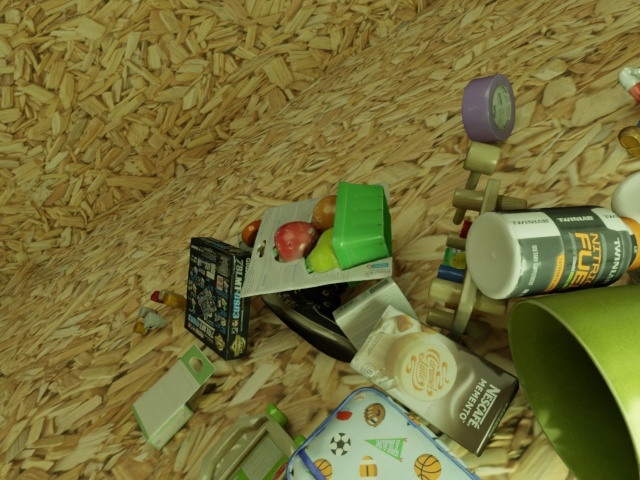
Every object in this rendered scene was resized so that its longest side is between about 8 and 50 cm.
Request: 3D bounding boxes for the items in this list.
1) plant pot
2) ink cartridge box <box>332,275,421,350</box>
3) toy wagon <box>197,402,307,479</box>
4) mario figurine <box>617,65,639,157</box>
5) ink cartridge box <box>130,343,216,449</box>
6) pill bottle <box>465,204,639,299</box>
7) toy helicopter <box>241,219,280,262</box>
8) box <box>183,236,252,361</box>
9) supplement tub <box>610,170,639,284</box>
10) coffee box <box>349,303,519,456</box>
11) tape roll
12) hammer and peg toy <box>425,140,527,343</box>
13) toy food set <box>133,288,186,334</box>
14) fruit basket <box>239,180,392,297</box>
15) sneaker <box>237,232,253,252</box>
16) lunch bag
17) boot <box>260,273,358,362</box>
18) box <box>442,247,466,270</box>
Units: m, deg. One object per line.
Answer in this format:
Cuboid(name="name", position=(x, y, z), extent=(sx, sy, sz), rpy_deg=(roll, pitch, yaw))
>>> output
Cuboid(name="plant pot", position=(0.462, 0.169, 0.588), extent=(0.294, 0.274, 0.274), rpy_deg=(-17, 34, -1))
Cuboid(name="ink cartridge box", position=(0.132, 0.181, 0.909), extent=(0.146, 0.179, 0.045), rpy_deg=(-33, 22, 3))
Cuboid(name="toy wagon", position=(-0.117, 0.489, 0.839), extent=(0.267, 0.068, 0.344), rpy_deg=(-46, 35, -16))
Cuboid(name="mario figurine", position=(0.789, -0.350, 0.989), extent=(0.198, 0.170, 0.320), rpy_deg=(27, 71, 16))
Cuboid(name="ink cartridge box", position=(-0.386, 0.414, 1.185), extent=(0.235, 0.056, 0.171), rpy_deg=(-44, 34, -19))
Cuboid(name="pill bottle", position=(0.358, 0.013, 0.656), extent=(0.246, 0.130, 0.130), rpy_deg=(-4, 30, -14))
Cuboid(name="toy helicopter", position=(-0.057, 0.022, 1.295), extent=(0.355, 0.234, 0.140), rpy_deg=(-25, 55, -25))
Cuboid(name="box", position=(-0.300, 0.154, 1.262), extent=(0.073, 0.293, 0.296), rpy_deg=(-1, 9, -38))
Cuboid(name="supplement tub", position=(0.577, -0.009, 0.726), extent=(0.145, 0.199, 0.144), rpy_deg=(-24, 35, 18))
Cuboid(name="coffee box", position=(0.196, 0.237, 0.765), extent=(0.247, 0.098, 0.141), rpy_deg=(27, 77, 33))
Cuboid(name="tape roll", position=(0.495, -0.384, 1.284), extent=(0.080, 0.189, 0.189), rpy_deg=(5, 50, 46))
Cuboid(name="hammer and peg toy", position=(0.309, 0.007, 0.855), extent=(0.128, 0.266, 0.361), rpy_deg=(14, 68, 18))
Cuboid(name="toy food set", position=(-0.545, 0.248, 1.529), extent=(0.232, 0.105, 0.111), rpy_deg=(-42, 43, 22))
Cuboid(name="fruit basket", position=(0.000, 0.000, 1.065), extent=(0.353, 0.165, 0.326), rpy_deg=(-15, 39, 19))
Cuboid(name="sneaker", position=(-0.157, 0.009, 1.475), extent=(0.272, 0.100, 0.107), rpy_deg=(-15, 62, 23))
Cuboid(name="lunch bag", position=(0.100, 0.400, 0.673), extent=(0.243, 0.114, 0.303), rpy_deg=(-40, 44, -15))
Cuboid(name="boot", position=(0.037, 0.125, 1.108), extent=(0.284, 0.138, 0.377), rpy_deg=(-46, 29, -17))
Cuboid(name="box", position=(0.364, 0.036, 1.005), extent=(0.179, 0.043, 0.105), rpy_deg=(-9, 41, 37))
